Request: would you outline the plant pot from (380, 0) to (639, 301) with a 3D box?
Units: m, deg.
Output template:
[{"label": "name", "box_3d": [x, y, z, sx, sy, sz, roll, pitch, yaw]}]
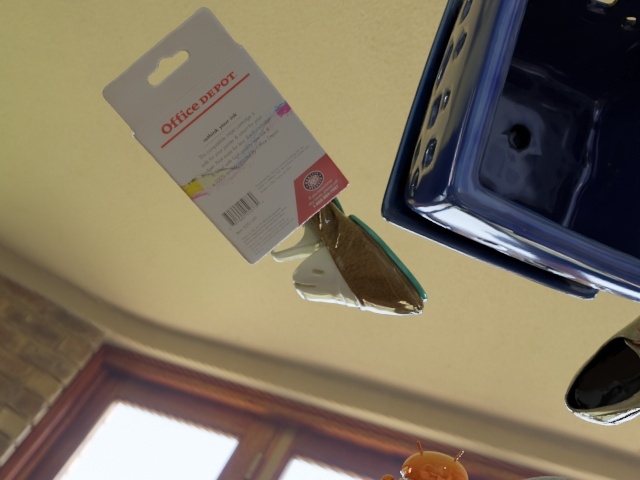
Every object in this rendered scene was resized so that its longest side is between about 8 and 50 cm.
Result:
[{"label": "plant pot", "box_3d": [0.184, -0.083, 0.645, 0.236, 0.236, 0.212, 20, -8, -12]}]

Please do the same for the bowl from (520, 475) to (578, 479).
[{"label": "bowl", "box_3d": [0.292, 0.463, 1.106, 0.297, 0.298, 0.134, -15, -50, 39]}]

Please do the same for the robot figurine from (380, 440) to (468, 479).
[{"label": "robot figurine", "box_3d": [0.197, 0.477, 1.570, 0.158, 0.219, 0.128, 4, -10, 42]}]

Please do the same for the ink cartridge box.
[{"label": "ink cartridge box", "box_3d": [-0.082, -0.091, 0.744, 0.198, 0.115, 0.067, 51, -1, -27]}]

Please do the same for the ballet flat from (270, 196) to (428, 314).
[{"label": "ballet flat", "box_3d": [0.000, 0.000, 1.113, 0.342, 0.124, 0.116, 53, -7, 38]}]

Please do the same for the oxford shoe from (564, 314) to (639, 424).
[{"label": "oxford shoe", "box_3d": [0.477, 0.136, 1.178, 0.348, 0.130, 0.123, -48, -120, 19]}]
